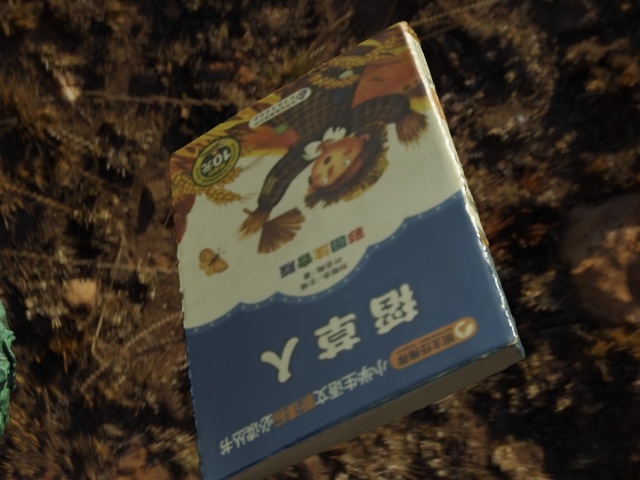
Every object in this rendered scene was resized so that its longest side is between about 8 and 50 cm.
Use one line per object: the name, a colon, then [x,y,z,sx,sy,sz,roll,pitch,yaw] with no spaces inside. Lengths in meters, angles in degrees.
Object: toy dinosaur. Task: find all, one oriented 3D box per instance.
toy dinosaur: [-0.381,0.195,1.332,0.079,0.120,0.292,8,55,0]

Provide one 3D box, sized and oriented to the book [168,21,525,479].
book: [0.000,0.000,1.140,0.300,0.039,0.428,-28,45,15]
